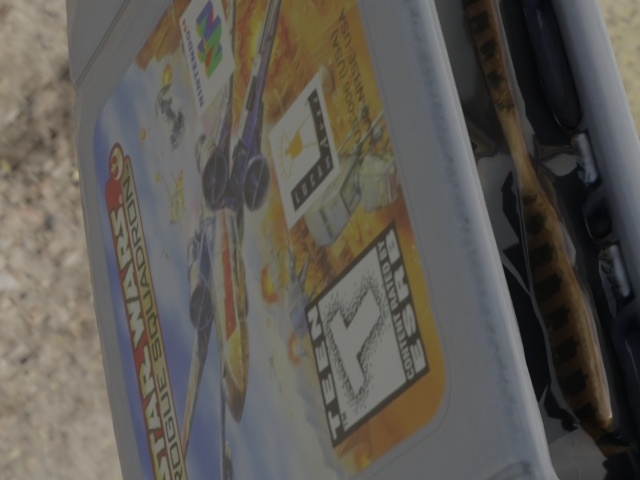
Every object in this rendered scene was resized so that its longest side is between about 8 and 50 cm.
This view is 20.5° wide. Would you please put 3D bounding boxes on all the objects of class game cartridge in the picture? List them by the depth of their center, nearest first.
[{"bbox_3d":[0.000,0.000,0.424,0.062,0.297,0.198,1,154,-30],"label":"game cartridge"}]
